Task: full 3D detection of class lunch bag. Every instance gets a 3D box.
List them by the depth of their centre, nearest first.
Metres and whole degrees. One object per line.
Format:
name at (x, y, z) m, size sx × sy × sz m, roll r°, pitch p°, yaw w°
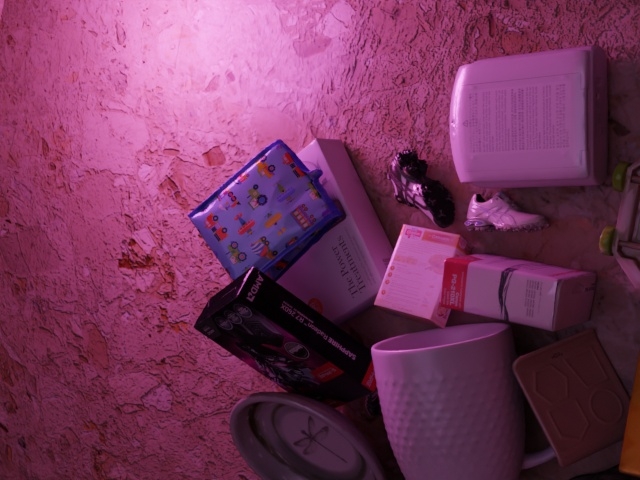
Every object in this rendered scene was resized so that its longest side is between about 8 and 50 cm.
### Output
lunch bag at (-0.110, -0.063, 2.019) m, size 0.293 × 0.138 × 0.221 m, roll -42°, pitch 75°, yaw 21°

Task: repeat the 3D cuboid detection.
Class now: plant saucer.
plant saucer at (-0.013, 0.465, 2.058) m, size 0.401 × 0.100 × 0.400 m, roll 20°, pitch 136°, yaw 21°

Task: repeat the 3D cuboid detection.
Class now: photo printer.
photo printer at (0.387, -0.227, 1.744) m, size 0.308 × 0.107 × 0.256 m, roll 0°, pitch 93°, yaw 40°

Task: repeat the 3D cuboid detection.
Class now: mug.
mug at (0.308, 0.338, 1.770) m, size 0.374 × 0.276 × 0.328 m, roll -10°, pitch 91°, yaw 8°

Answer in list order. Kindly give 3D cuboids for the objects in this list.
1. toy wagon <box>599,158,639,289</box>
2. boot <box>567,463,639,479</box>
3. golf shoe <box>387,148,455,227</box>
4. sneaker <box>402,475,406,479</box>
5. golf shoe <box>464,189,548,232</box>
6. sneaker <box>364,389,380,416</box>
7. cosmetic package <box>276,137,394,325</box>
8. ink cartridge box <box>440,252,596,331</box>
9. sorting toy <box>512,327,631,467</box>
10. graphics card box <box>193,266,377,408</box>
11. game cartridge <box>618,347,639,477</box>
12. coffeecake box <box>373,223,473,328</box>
toy wagon at (0.638, -0.070, 1.577) m, size 0.267 × 0.068 × 0.344 m, roll 15°, pitch 102°, yaw 37°
boot at (0.481, 0.478, 1.678) m, size 0.246 × 0.161 × 0.083 m, roll -41°, pitch 68°, yaw 33°
golf shoe at (0.211, -0.095, 1.929) m, size 0.198 × 0.077 × 0.094 m, roll 61°, pitch 140°, yaw 24°
sneaker at (0.212, 0.598, 1.928) m, size 0.109 × 0.130 × 0.286 m, roll -5°, pitch 91°, yaw 37°
golf shoe at (0.365, -0.058, 1.803) m, size 0.176 × 0.069 × 0.086 m, roll 4°, pitch 89°, yaw 38°
sneaker at (0.134, 0.338, 2.032) m, size 0.057 × 0.047 × 0.119 m, roll 12°, pitch 102°, yaw 26°
cosmetic package at (0.000, 0.000, 2.084) m, size 0.284 × 0.097 × 0.377 m, roll -38°, pitch 70°, yaw 38°
ink cartridge box at (0.375, 0.093, 1.733) m, size 0.237 × 0.172 × 0.100 m, roll 11°, pitch 100°, yaw 38°
sorting toy at (0.467, 0.286, 1.677) m, size 0.208 × 0.193 × 0.038 m, roll 67°, pitch 158°, yaw 12°
graphics card box at (-0.067, 0.225, 1.982) m, size 0.371 × 0.094 × 0.233 m, roll 38°, pitch 145°, yaw -14°
game cartridge at (0.683, 0.284, 1.522) m, size 0.324 × 0.053 × 0.285 m, roll 7°, pitch 78°, yaw 37°
coffeecake box at (0.213, 0.072, 1.888) m, size 0.142 × 0.068 × 0.185 m, roll 13°, pitch 77°, yaw 38°
